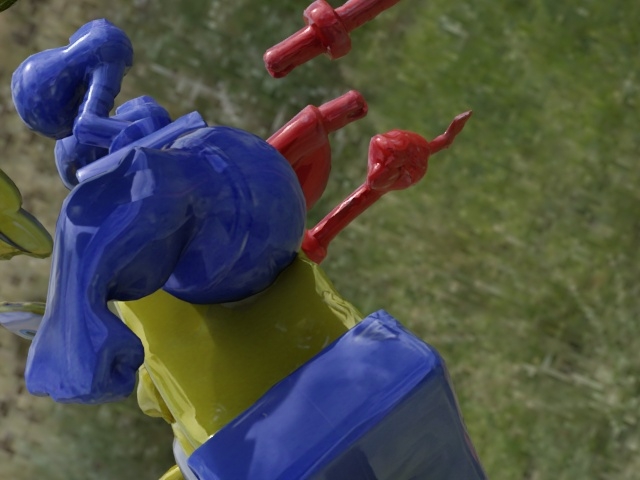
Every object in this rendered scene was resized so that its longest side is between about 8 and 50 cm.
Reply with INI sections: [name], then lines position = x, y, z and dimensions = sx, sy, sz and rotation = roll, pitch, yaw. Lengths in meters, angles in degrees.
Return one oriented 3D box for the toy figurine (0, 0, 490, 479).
[toy figurine]
position = 0.000, 0.000, 0.446
dimensions = 0.217, 0.191, 0.362
rotation = 55, 173, 30
